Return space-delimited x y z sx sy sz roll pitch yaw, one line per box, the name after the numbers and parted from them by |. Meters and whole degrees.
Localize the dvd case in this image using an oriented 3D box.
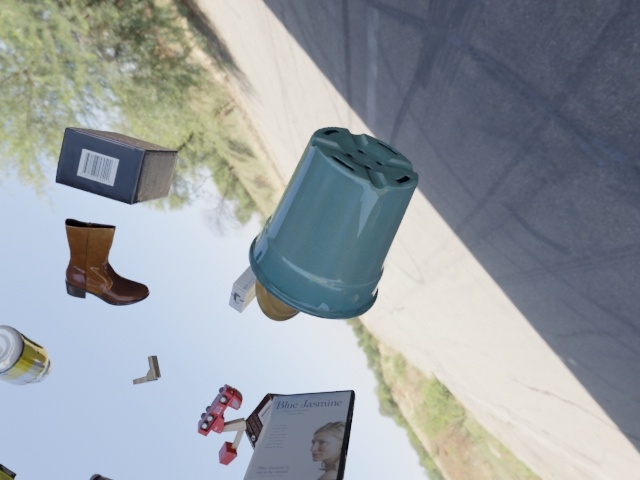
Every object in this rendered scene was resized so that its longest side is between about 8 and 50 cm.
-0.032 0.375 1.007 0.253 0.180 0.022 -66 -34 -68 | dvd case

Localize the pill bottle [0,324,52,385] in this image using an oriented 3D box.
-0.663 0.258 1.146 0.103 0.103 0.184 51 163 20 | pill bottle

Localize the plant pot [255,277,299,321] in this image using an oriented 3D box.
-0.088 0.103 1.422 0.032 0.236 0.236 19 -157 -45 | plant pot

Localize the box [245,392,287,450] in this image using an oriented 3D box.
-0.126 0.655 1.833 0.203 0.167 0.168 23 -161 -45 | box

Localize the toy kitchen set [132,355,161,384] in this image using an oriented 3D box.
-0.561 0.423 1.712 0.068 0.083 0.075 40 -148 -72 | toy kitchen set

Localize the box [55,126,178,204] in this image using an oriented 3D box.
-0.393 -0.148 1.041 0.153 0.108 0.207 16 -170 -1 | box

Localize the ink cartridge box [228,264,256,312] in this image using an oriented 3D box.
-0.246 0.160 1.723 0.056 0.099 0.135 32 140 9 | ink cartridge box

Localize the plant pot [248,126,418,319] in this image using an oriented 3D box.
0.043 -0.057 1.214 0.340 0.334 0.341 17 -148 -11 | plant pot

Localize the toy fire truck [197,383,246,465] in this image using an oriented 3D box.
-0.243 0.479 1.370 0.135 0.192 0.047 33 -173 -20 | toy fire truck

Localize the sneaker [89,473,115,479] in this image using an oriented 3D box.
-0.722 0.845 1.673 0.224 0.098 0.083 -81 -1 -62 | sneaker

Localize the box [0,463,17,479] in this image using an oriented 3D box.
-0.684 0.567 1.027 0.232 0.087 0.058 -101 -12 -52 | box

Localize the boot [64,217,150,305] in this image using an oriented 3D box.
-0.659 0.062 1.645 0.263 0.281 0.096 14 -149 -9 | boot
